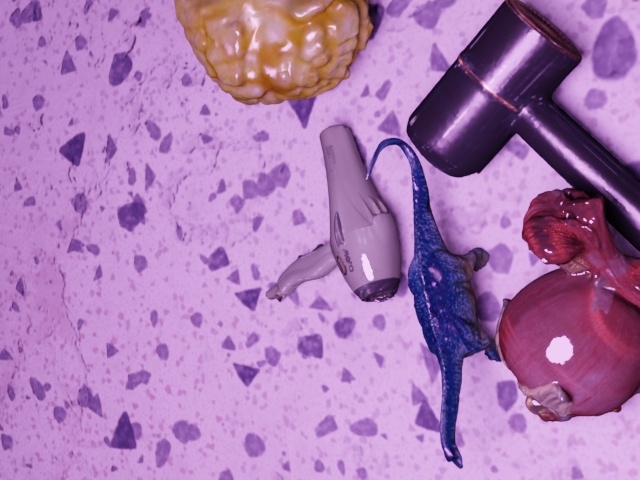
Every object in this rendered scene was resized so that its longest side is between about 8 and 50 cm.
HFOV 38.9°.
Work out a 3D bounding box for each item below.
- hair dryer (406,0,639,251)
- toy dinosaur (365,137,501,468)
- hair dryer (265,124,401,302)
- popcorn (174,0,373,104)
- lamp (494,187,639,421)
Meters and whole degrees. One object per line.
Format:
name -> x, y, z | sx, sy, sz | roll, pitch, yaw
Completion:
hair dryer -> 0.261, -0.070, 0.955 | 0.352, 0.107, 0.189 | 49, 118, 15
toy dinosaur -> 0.140, 0.064, 1.009 | 0.076, 0.147, 0.363 | -16, 76, 30
hair dryer -> 0.009, -0.032, 1.138 | 0.224, 0.088, 0.219 | -4, 83, 48
popcorn -> -0.058, -0.275, 1.096 | 0.256, 0.195, 0.255 | 29, 117, 29
lamp -> 0.256, 0.077, 0.921 | 0.215, 0.151, 0.223 | 29, 94, -13
